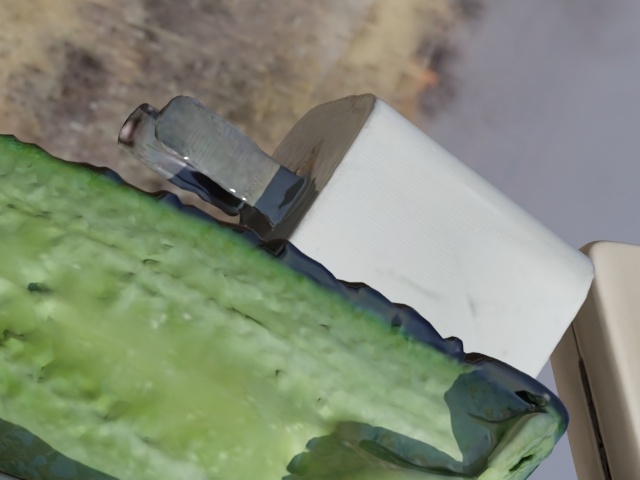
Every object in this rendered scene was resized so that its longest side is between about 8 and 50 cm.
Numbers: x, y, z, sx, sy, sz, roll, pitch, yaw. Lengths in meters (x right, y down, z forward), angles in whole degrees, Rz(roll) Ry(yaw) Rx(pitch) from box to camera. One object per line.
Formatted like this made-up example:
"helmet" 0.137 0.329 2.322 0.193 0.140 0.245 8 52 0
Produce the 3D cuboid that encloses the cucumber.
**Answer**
"cucumber" -0.049 0.045 0.402 0.086 0.193 0.115 -53 -173 40

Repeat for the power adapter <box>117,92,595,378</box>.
"power adapter" 0.000 0.000 0.803 0.125 0.205 0.130 -57 -166 -9

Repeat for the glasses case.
"glasses case" 0.260 0.164 1.263 0.076 0.144 0.336 -44 -135 46
